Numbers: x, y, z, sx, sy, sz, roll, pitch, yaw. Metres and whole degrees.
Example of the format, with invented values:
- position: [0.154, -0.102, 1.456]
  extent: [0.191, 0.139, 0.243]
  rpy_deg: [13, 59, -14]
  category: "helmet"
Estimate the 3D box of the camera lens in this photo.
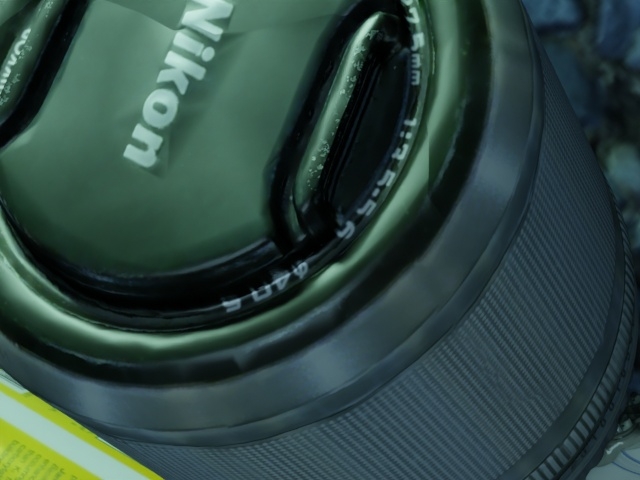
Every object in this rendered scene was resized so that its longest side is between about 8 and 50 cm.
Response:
- position: [0.000, 0.000, 0.682]
  extent: [0.219, 0.274, 0.219]
  rpy_deg: [-9, 64, 18]
  category: "camera lens"

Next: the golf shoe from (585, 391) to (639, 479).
- position: [0.158, 0.108, 0.787]
  extent: [0.176, 0.069, 0.086]
  rpy_deg: [-17, 98, 24]
  category: "golf shoe"

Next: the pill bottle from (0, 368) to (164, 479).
- position: [-0.125, 0.151, 0.874]
  extent: [0.208, 0.119, 0.119]
  rpy_deg: [28, 108, 16]
  category: "pill bottle"
